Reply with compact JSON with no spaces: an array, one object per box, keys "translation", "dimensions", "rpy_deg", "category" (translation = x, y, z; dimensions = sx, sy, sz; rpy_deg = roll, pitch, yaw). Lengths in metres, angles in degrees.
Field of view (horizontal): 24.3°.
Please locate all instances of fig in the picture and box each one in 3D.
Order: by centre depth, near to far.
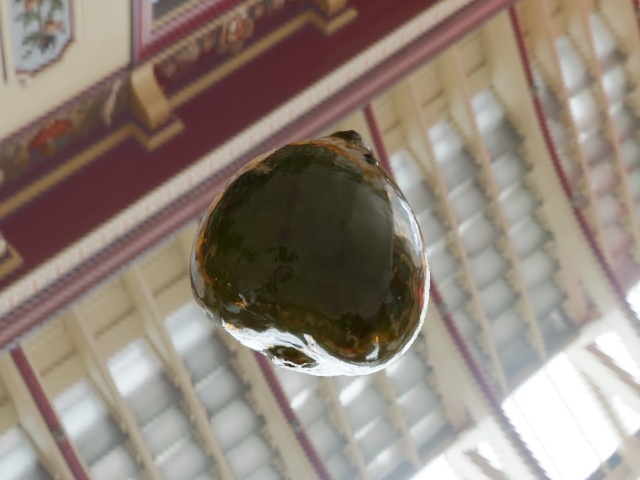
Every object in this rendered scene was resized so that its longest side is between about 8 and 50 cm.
[{"translation":[0.000,0.000,1.235],"dimensions":[0.203,0.203,0.225],"rpy_deg":[17,-114,3],"category":"fig"}]
